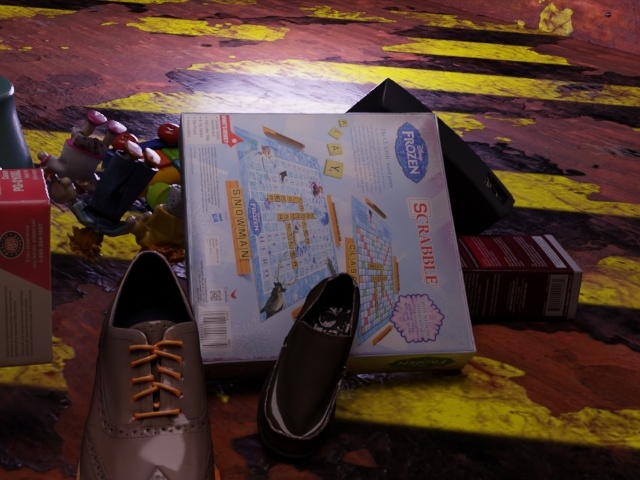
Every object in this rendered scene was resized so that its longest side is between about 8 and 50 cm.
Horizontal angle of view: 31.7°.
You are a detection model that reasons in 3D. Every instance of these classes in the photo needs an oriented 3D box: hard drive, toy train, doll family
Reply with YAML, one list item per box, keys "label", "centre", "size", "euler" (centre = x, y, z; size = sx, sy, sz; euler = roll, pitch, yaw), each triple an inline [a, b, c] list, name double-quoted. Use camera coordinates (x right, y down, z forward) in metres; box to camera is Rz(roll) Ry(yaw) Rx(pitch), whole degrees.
- label: "hard drive"
  centre: [0.121, -0.081, 1.513]
  size: [0.254, 0.172, 0.054]
  euler: [41, 32, -20]
- label: "toy train"
  centre: [-0.275, -0.087, 1.706]
  size: [0.248, 0.105, 0.143]
  euler: [-18, 44, -41]
- label: "doll family"
  centre: [-0.243, -0.039, 1.455]
  size: [0.263, 0.163, 0.118]
  euler: [25, 24, -24]

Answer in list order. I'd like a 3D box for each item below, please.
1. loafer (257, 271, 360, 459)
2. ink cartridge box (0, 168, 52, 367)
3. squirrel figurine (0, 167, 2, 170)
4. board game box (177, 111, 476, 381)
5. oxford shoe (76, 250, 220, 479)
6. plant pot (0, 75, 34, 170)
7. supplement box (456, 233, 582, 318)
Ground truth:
- label: "loafer"
  centre: [-0.010, 0.119, 1.160]
  size: [0.080, 0.078, 0.220]
  euler: [15, 53, 2]
- label: "ink cartridge box"
  centre: [-0.375, 0.029, 1.053]
  size: [0.237, 0.172, 0.100]
  euler: [-3, 24, -17]
- label: "squirrel figurine"
  centre: [-0.602, -0.044, 1.137]
  size: [0.281, 0.397, 0.370]
  euler: [53, 20, 13]
- label: "board game box"
  centre: [0.000, 0.000, 1.317]
  size: [0.317, 0.066, 0.319]
  euler: [-1, 65, -11]
- label: "oxford shoe"
  centre: [-0.163, 0.151, 1.041]
  size: [0.129, 0.133, 0.364]
  euler: [-3, 36, -12]
- label: "plant pot"
  centre: [-0.481, -0.079, 1.413]
  size: [0.271, 0.255, 0.272]
  euler: [6, 22, -2]
- label: "supplement box"
  centre: [0.203, 0.046, 1.472]
  size: [0.239, 0.073, 0.130]
  euler: [1, 22, -8]
